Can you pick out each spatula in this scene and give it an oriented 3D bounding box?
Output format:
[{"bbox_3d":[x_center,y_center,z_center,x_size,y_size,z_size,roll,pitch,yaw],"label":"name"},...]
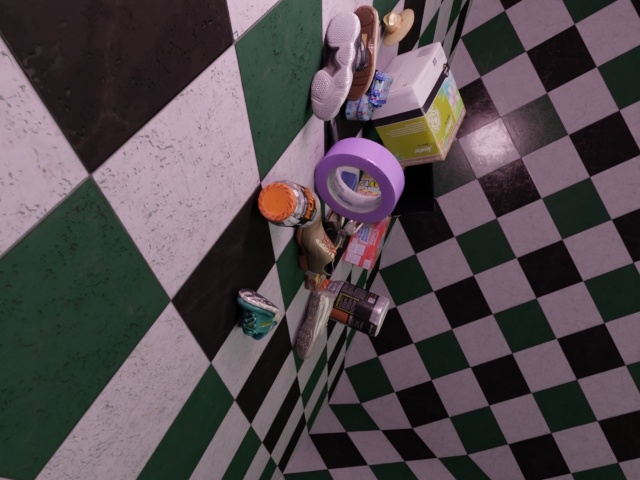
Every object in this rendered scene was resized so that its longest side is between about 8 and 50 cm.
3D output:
[{"bbox_3d":[0.046,-0.289,1.429,0.296,0.030,0.084,86,28,-55],"label":"spatula"}]

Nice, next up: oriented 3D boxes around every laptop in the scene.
[{"bbox_3d":[0.452,-0.316,2.149,0.408,0.237,0.381,-5,92,-73],"label":"laptop"}]

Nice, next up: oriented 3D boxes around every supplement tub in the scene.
[{"bbox_3d":[-0.079,-0.091,1.099,0.190,0.117,0.116,-3,113,-74],"label":"supplement tub"},{"bbox_3d":[0.145,0.305,1.995,0.193,0.316,0.193,22,90,-75],"label":"supplement tub"}]

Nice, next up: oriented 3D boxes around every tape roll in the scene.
[{"bbox_3d":[0.122,-0.186,1.363,0.274,0.275,0.090,92,23,-50],"label":"tape roll"}]

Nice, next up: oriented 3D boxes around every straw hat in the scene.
[{"bbox_3d":[0.244,-0.739,1.450,0.061,0.144,0.144,27,83,-36],"label":"straw hat"}]

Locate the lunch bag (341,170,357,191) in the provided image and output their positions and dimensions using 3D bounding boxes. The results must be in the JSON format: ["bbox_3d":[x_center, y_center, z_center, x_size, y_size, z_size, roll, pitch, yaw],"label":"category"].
[{"bbox_3d":[0.103,-0.216,1.646,0.065,0.067,0.098,75,37,-65],"label":"lunch bag"}]

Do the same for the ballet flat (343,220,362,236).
[{"bbox_3d":[0.178,-0.104,2.041,0.072,0.068,0.213,85,30,-56],"label":"ballet flat"}]

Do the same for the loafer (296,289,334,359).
[{"bbox_3d":[-0.016,0.373,1.885,0.112,0.112,0.319,16,96,-40],"label":"loafer"}]

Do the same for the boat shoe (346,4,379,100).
[{"bbox_3d":[0.128,-0.546,1.266,0.095,0.095,0.257,-52,157,-63],"label":"boat shoe"}]

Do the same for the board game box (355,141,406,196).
[{"bbox_3d":[0.287,-0.292,1.983,0.144,0.142,0.275,16,95,-61],"label":"board game box"}]

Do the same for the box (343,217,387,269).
[{"bbox_3d":[0.245,-0.012,2.236,0.142,0.154,0.299,-4,113,-73],"label":"box"}]

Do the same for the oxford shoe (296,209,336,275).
[{"bbox_3d":[0.000,0.000,1.457,0.348,0.130,0.123,86,29,-57],"label":"oxford shoe"}]

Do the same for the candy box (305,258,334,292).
[{"bbox_3d":[0.000,0.108,1.745,0.186,0.053,0.109,-56,161,-35],"label":"candy box"}]

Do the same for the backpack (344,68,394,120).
[{"bbox_3d":[0.152,-0.470,1.399,0.158,0.117,0.173,-29,140,-65],"label":"backpack"}]

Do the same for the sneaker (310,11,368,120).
[{"bbox_3d":[0.061,-0.445,1.139,0.153,0.101,0.268,-15,122,-68],"label":"sneaker"}]

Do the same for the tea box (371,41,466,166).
[{"bbox_3d":[0.377,-0.518,1.665,0.323,0.220,0.329,54,52,-33],"label":"tea box"}]

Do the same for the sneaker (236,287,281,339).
[{"bbox_3d":[-0.179,0.218,1.204,0.110,0.107,0.275,-53,160,-19],"label":"sneaker"}]

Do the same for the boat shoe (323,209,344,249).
[{"bbox_3d":[0.043,-0.050,1.628,0.223,0.080,0.073,-73,157,-43],"label":"boat shoe"}]

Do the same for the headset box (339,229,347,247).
[{"bbox_3d":[0.071,-0.009,1.814,0.083,0.062,0.032,-67,164,-5],"label":"headset box"}]
